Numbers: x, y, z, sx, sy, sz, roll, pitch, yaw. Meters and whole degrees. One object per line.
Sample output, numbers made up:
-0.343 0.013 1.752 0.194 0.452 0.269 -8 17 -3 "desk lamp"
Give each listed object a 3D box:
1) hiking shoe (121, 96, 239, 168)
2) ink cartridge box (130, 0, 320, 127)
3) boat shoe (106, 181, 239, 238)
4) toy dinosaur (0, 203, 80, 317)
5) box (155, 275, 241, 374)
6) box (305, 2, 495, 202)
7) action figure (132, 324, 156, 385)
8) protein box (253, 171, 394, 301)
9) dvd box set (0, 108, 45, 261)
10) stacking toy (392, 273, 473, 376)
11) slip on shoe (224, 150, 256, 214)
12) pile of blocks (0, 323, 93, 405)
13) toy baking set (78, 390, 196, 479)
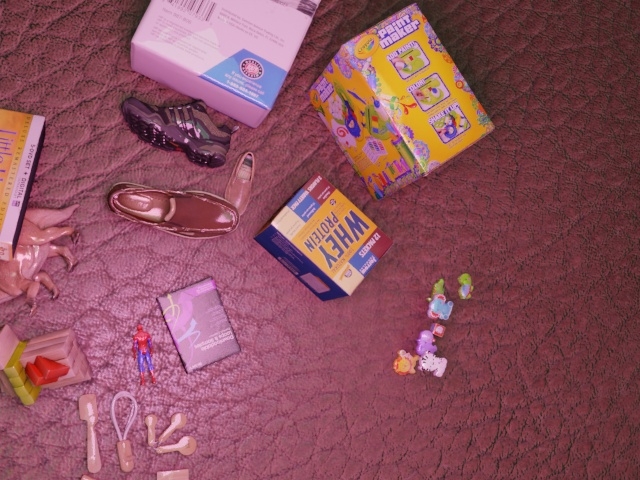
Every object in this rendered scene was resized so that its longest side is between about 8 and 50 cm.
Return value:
-0.279 -0.234 1.590 0.227 0.086 0.114 27 63 -15 "hiking shoe"
-0.163 -0.469 1.597 0.286 0.166 0.394 25 78 -10 "ink cartridge box"
-0.281 -0.052 1.540 0.258 0.095 0.095 7 95 -11 "boat shoe"
-0.560 0.023 1.458 0.200 0.127 0.295 26 71 -2 "toy dinosaur"
-0.236 0.164 1.563 0.116 0.029 0.162 -22 90 -16 "box"
0.143 -0.257 1.581 0.177 0.290 0.279 -34 92 -16 "box"
-0.337 0.217 1.531 0.038 0.030 0.115 -6 79 -20 "action figure"
0.000 0.000 1.556 0.200 0.201 0.136 42 75 -5 "protein box"
-0.721 -0.128 1.397 0.421 0.062 0.307 9 53 -12 "dvd box set"
0.223 0.168 1.607 0.052 0.167 0.221 25 78 -10 "stacking toy"
-0.158 -0.115 1.614 0.051 0.041 0.135 20 78 -11 "slip on shoe"
-0.590 0.225 1.393 0.362 0.112 0.148 7 117 -4 "pile of blocks"
-0.353 0.395 1.505 0.256 0.030 0.196 24 74 -10 "toy baking set"
